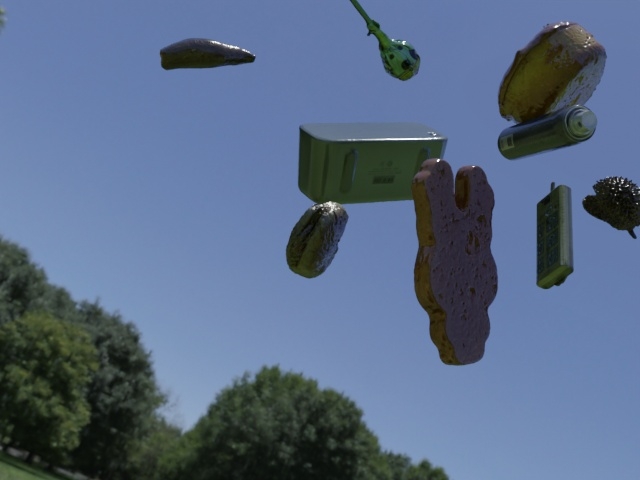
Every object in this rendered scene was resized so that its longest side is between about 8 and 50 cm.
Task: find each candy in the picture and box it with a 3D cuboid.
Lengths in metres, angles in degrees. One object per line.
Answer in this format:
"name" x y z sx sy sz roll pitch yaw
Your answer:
"candy" 0.118 -0.476 1.639 0.083 0.091 0.305 -35 -58 18

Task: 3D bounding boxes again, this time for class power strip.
"power strip" 0.490 -0.023 1.548 0.034 0.268 0.092 22 -37 -13

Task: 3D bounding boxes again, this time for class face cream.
"face cream" 0.439 -0.207 1.427 0.073 0.073 0.283 28 -7 -12

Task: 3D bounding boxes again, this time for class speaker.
"speaker" 0.138 -0.214 2.021 0.406 0.184 0.183 -5 26 -25

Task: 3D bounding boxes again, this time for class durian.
"durian" 0.546 -0.069 1.350 0.110 0.140 0.071 -21 -37 5

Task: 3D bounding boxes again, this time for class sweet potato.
"sweet potato" -0.265 -0.444 1.740 0.243 0.077 0.077 -13 -5 -27

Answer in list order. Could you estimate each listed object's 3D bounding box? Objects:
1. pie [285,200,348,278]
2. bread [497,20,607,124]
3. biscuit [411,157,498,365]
"pie" 0.000 0.000 1.733 0.079 0.194 0.163 27 3 31
"bread" 0.485 -0.338 1.558 0.146 0.268 0.268 45 -12 23
"biscuit" 0.219 0.036 1.204 0.202 0.334 0.047 -1 -3 -44
